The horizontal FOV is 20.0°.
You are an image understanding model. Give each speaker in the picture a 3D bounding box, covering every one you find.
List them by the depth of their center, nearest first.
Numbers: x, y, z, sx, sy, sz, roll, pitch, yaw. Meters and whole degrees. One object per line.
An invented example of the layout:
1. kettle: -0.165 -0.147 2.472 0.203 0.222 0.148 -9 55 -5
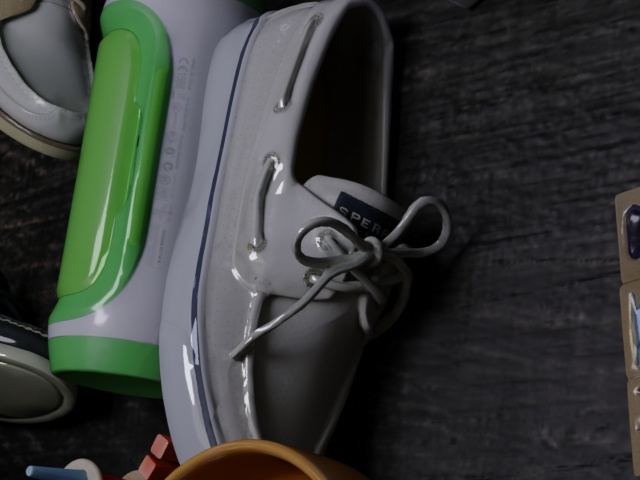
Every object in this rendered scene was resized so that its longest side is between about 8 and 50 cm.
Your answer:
1. speaker: -0.113 -0.043 1.285 0.131 0.131 0.297 -5 72 45

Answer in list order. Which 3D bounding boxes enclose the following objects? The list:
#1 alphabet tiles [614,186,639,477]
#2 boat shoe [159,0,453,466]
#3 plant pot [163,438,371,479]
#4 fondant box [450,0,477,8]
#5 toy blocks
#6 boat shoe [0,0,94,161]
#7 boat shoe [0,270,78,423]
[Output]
1. alphabet tiles: 0.298 0.009 0.929 0.342 0.011 0.285 -20 61 40
2. boat shoe: 0.006 0.002 1.157 0.156 0.136 0.367 -17 54 38
3. plant pot: 0.012 0.228 1.009 0.205 0.188 0.205 -19 62 40
4. fondant box: 0.120 -0.296 1.057 0.330 0.238 0.096 -35 54 32
5. toy blocks: -0.115 0.159 1.195 0.123 0.148 0.054 -34 54 33
6. boat shoe: -0.243 -0.186 1.482 0.103 0.113 0.302 -55 43 23
7. boat shoe: -0.294 0.067 1.440 0.340 0.127 0.113 -4 50 48
